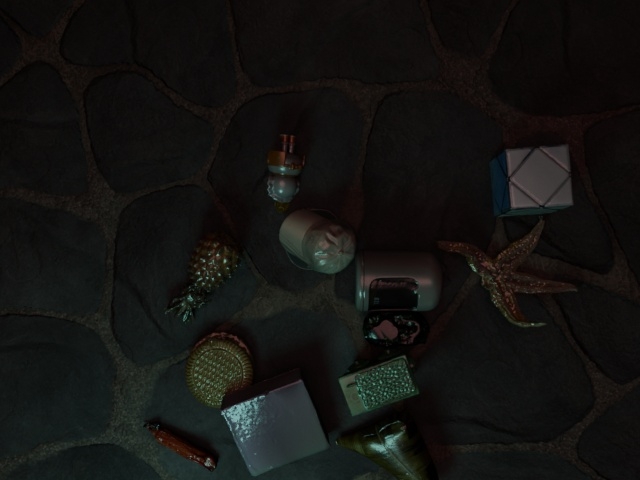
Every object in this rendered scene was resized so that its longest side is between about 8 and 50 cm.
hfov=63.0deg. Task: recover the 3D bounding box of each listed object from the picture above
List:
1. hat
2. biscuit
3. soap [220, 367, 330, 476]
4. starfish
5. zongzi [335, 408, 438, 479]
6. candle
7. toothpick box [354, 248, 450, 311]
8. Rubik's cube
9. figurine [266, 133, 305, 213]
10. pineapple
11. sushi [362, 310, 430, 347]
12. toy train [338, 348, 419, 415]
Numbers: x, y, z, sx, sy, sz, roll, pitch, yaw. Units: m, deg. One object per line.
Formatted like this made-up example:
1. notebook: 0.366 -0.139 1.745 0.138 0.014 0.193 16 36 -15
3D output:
1. hat: -0.007 -0.004 1.794 0.275 0.161 0.232 29 85 8
2. biscuit: -0.349 0.450 1.825 0.259 0.079 0.259 0 88 5
3. soap: -0.148 0.614 1.754 0.296 0.107 0.285 -19 101 0
4. starfish: 0.646 0.107 1.760 0.384 0.132 0.398 -25 72 -5
5. zongzi: 0.223 0.740 1.758 0.288 0.134 0.286 -24 90 15
6. candle: -0.492 0.719 1.830 0.302 0.084 0.059 25 57 11
7. toothpick box: 0.273 0.126 1.749 0.316 0.229 0.229 0 87 2
8. Rubik's cube: 0.693 -0.194 1.733 0.207 0.205 0.205 -2 86 4
9. figurine: -0.122 -0.234 1.826 0.143 0.143 0.271 -4 85 3
10. pineapple: -0.416 0.132 1.818 0.175 0.175 0.361 43 104 5
11. sushi: 0.255 0.301 1.772 0.225 0.127 0.124 -1 87 2
12. toy train: 0.194 0.456 1.729 0.266 0.202 0.145 -21 87 5
